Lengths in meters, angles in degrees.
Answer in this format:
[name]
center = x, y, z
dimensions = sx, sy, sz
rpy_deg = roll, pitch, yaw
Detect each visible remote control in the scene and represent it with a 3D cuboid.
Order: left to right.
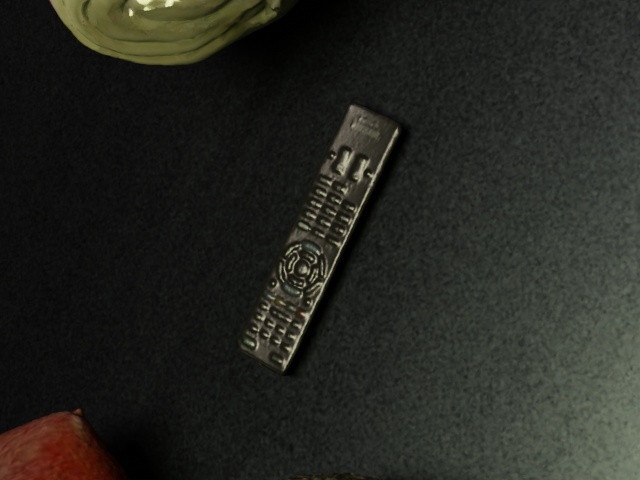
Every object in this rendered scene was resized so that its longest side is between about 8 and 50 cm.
[remote control]
center = 0.000, 0.000, 1.377
dimensions = 0.063, 0.025, 0.245
rpy_deg = 30, 97, 34

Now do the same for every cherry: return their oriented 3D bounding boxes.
[cherry]
center = -0.252, 0.283, 1.395
dimensions = 0.239, 0.206, 0.239
rpy_deg = -16, 38, 13

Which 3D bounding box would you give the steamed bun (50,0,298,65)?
[steamed bun]
center = -0.088, -0.335, 1.383
dimensions = 0.339, 0.247, 0.352
rpy_deg = -17, 77, 13

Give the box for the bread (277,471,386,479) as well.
[bread]
center = 0.145, 0.261, 1.140
dimensions = 0.416, 0.165, 0.113
rpy_deg = 13, 89, 35
